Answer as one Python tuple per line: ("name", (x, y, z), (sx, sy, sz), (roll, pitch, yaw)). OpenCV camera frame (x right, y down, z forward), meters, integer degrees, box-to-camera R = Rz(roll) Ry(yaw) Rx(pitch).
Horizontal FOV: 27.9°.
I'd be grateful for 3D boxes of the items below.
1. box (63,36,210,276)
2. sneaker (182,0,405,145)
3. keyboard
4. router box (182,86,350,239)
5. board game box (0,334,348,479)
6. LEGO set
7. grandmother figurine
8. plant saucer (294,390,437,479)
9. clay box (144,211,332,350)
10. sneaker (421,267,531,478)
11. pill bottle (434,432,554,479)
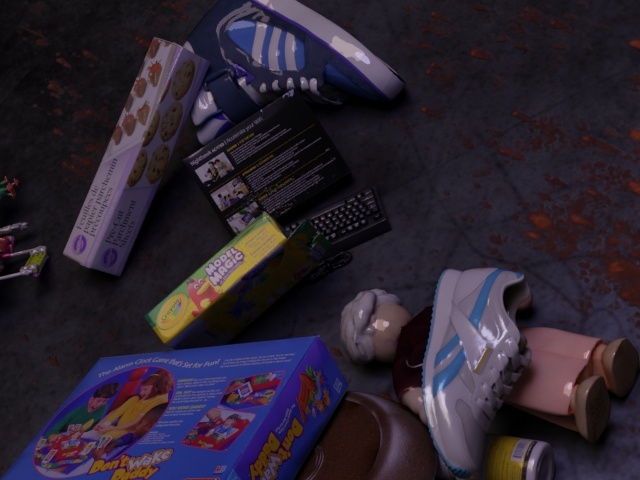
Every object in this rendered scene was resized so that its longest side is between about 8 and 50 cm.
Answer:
("box", (-0.248, -0.113, 1.746), (0.063, 0.067, 0.324), (24, 90, 38))
("sneaker", (-0.062, -0.206, 1.777), (0.323, 0.130, 0.236), (36, 95, 27))
("keyboard", (0.000, 0.000, 1.640), (0.180, 0.023, 0.108), (-25, 49, 9))
("router box", (-0.069, -0.097, 1.681), (0.179, 0.046, 0.133), (-32, 91, 1))
("board game box", (-0.169, 0.221, 1.429), (0.347, 0.078, 0.233), (-9, 32, 37))
("LEGO set", (-0.450, -0.021, 1.824), (0.107, 0.132, 0.287), (-13, 45, 7))
("grandmother figurine", (0.160, 0.128, 1.421), (0.342, 0.104, 0.208), (14, 38, 37))
("plant saucer", (-0.028, 0.258, 1.371), (0.311, 0.050, 0.310), (-23, 26, 12))
("clay box", (-0.095, 0.050, 1.562), (0.222, 0.127, 0.053), (-42, 67, 1))
("sneaker", (0.160, 0.127, 1.299), (0.092, 0.087, 0.228), (-5, 59, 24))
("pill bottle", (0.180, 0.234, 1.347), (0.116, 0.065, 0.065), (5, 59, 30))
